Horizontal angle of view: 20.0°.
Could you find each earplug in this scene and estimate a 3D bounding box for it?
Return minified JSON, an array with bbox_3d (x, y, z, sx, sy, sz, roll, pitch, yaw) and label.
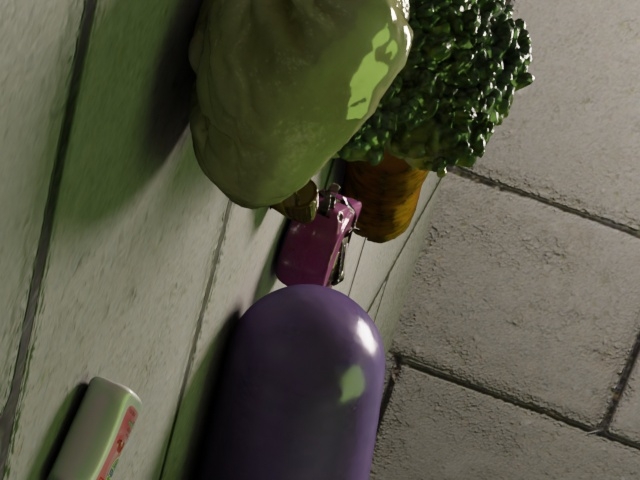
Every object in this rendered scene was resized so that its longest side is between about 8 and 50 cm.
[{"bbox_3d":[-0.038,0.250,2.007,0.215,0.215,0.455,-59,164,-55],"label":"earplug"}]

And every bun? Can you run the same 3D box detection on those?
[{"bbox_3d":[-0.025,-0.139,1.325,0.229,0.145,0.229,-43,-165,14],"label":"bun"}]

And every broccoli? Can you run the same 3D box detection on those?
[{"bbox_3d":[0.054,-0.138,1.665,0.245,0.288,0.248,-56,-136,51],"label":"broccoli"}]

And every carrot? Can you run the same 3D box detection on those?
[{"bbox_3d":[0.082,-0.098,2.265,0.302,0.114,0.114,101,12,-64],"label":"carrot"}]

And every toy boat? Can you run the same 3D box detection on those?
[{"bbox_3d":[-0.024,-0.061,1.827,0.149,0.049,0.047,94,19,-64],"label":"toy boat"}]

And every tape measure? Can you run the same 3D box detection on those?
[{"bbox_3d":[0.000,0.000,2.063,0.118,0.074,0.125,-35,143,-75],"label":"tape measure"}]

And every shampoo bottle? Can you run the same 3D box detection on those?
[{"bbox_3d":[-0.173,0.158,1.376,0.072,0.043,0.099,88,24,-71],"label":"shampoo bottle"}]
